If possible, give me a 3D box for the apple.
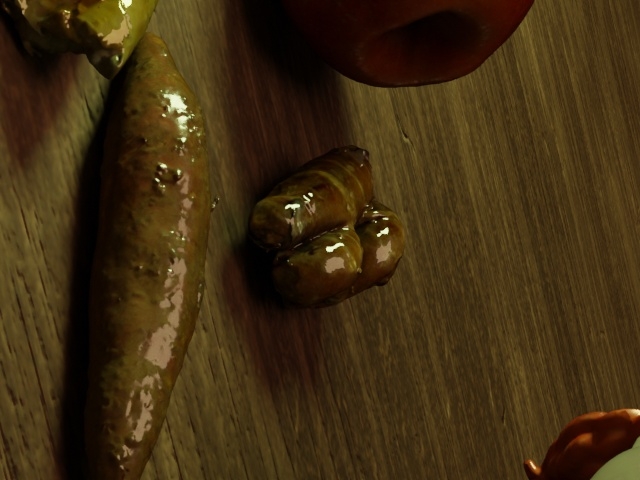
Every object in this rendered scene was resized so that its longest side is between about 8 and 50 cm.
[{"bbox_3d":[0.064,-0.230,1.135,0.218,0.218,0.201,38,39,-56],"label":"apple"}]

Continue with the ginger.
[{"bbox_3d":[0.000,0.000,1.062,0.103,0.073,0.162,61,32,-5],"label":"ginger"}]

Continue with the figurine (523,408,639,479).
[{"bbox_3d":[0.126,0.202,0.845,0.306,0.412,0.241,97,-8,-58],"label":"figurine"}]

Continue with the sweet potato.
[{"bbox_3d":[-0.092,0.008,0.846,0.066,0.072,0.314,118,-26,-62],"label":"sweet potato"}]

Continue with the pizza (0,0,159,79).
[{"bbox_3d":[-0.134,-0.257,0.870,0.268,0.087,0.258,-68,142,-57],"label":"pizza"}]
